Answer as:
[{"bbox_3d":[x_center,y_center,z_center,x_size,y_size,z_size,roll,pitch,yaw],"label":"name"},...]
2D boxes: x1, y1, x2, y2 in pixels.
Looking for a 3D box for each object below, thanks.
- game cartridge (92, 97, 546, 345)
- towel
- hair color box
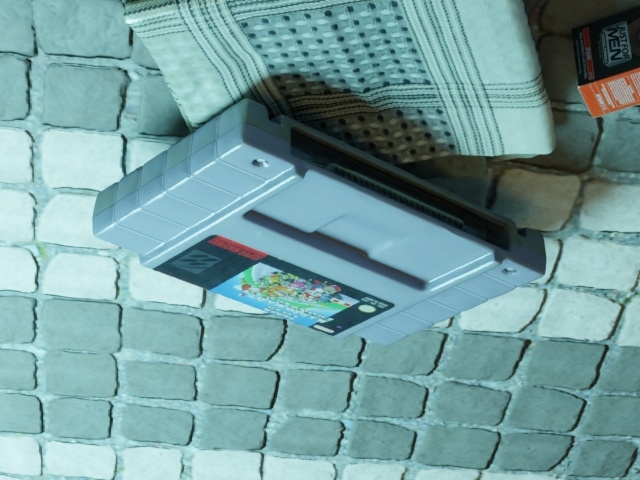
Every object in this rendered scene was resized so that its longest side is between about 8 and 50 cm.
[{"bbox_3d":[0.000,0.000,1.565,0.355,0.068,0.230,22,142,-34],"label":"game cartridge"},{"bbox_3d":[0.027,-0.124,1.428,0.312,0.056,0.324,-8,152,10],"label":"towel"},{"bbox_3d":[0.279,-0.156,1.419,0.141,0.072,0.043,-17,137,19],"label":"hair color box"}]
